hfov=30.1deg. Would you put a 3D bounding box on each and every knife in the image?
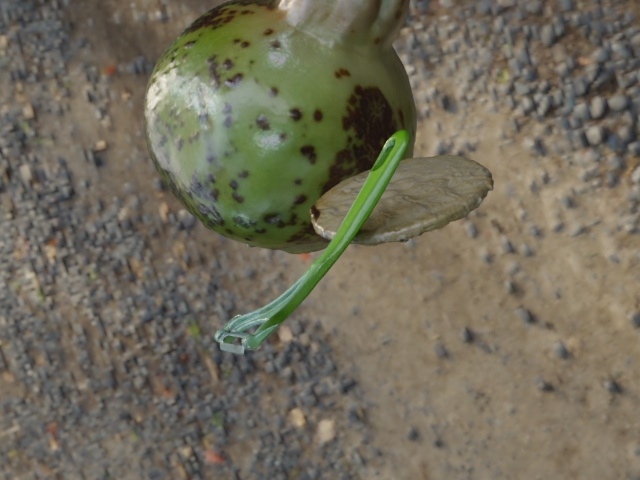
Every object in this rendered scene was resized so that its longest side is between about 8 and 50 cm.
[{"bbox_3d":[0.002,0.002,0.689,0.022,0.166,0.078,45,165,-18],"label":"knife"}]

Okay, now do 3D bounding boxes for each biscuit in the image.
[{"bbox_3d":[0.050,-0.027,0.741,0.120,0.120,0.015,13,127,50],"label":"biscuit"}]

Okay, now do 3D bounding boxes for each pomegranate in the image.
[{"bbox_3d":[0.001,-0.117,0.908,0.276,0.204,0.222,-39,33,14],"label":"pomegranate"}]
